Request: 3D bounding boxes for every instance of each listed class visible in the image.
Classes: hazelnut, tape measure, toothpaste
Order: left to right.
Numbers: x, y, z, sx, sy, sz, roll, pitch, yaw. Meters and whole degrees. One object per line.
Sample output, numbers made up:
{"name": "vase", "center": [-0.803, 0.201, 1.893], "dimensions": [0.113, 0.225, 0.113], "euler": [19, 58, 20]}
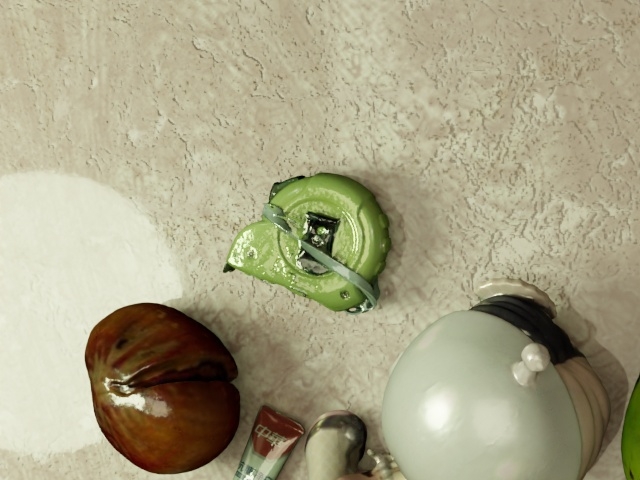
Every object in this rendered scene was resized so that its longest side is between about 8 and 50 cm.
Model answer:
{"name": "hazelnut", "center": [-0.186, 0.164, 1.998], "dimensions": [0.178, 0.178, 0.204], "euler": [-25, 67, 14]}
{"name": "toothpaste", "center": [-0.091, 0.306, 2.047], "dimensions": [0.062, 0.039, 0.239], "euler": [27, 95, 20]}
{"name": "tape measure", "center": [0.000, 0.000, 1.993], "dimensions": [0.177, 0.087, 0.154], "euler": [23, 96, 11]}

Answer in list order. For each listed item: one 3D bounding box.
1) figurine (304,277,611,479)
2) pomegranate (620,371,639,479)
{"name": "figurine", "center": [0.145, 0.232, 1.893], "dimensions": [0.361, 0.211, 0.253], "euler": [-42, 88, 17]}
{"name": "pomegranate", "center": [0.447, 0.223, 1.814], "dimensions": [0.260, 0.260, 0.340], "euler": [-24, 113, 14]}
